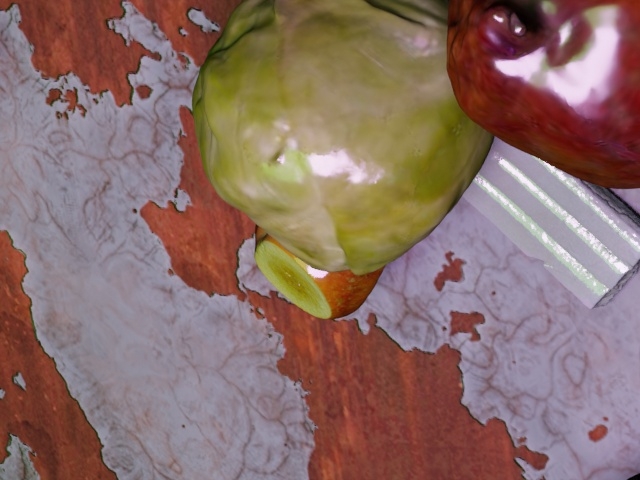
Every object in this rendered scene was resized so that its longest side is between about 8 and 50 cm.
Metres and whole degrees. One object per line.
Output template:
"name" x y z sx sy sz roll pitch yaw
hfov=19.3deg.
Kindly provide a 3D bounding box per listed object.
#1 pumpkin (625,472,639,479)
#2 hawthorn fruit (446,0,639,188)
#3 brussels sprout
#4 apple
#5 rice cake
"pumpkin" 0.410 0.446 1.885 0.454 0.344 0.454 14 110 42
"hawthorn fruit" 0.263 -0.182 1.683 0.308 0.324 0.308 48 155 32
"brussels sprout" 0.022 -0.121 1.894 0.328 0.328 0.247 18 144 25
"apple" -0.002 0.003 2.047 0.147 0.163 0.146 25 145 -3
"rice cake" 0.232 -0.037 1.951 0.237 0.043 0.127 44 129 8
